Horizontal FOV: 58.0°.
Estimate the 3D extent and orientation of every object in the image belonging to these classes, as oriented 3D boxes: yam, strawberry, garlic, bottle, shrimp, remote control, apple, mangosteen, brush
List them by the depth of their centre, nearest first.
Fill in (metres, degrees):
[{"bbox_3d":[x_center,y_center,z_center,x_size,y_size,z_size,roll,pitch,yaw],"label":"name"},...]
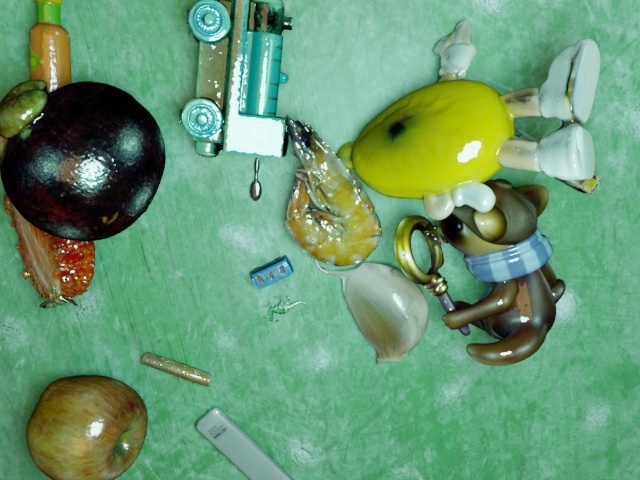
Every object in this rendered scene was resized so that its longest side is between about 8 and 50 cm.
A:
[{"bbox_3d":[-0.405,-0.139,0.961,0.288,0.288,0.287,0,103,-1],"label":"mangosteen"},{"bbox_3d":[-0.480,-0.352,1.024,0.069,0.069,0.186,3,101,-2],"label":"bottle"},{"bbox_3d":[-0.005,-0.079,1.050,0.164,0.062,0.316,-29,114,6],"label":"shrimp"},{"bbox_3d":[-0.493,0.004,1.092,0.175,0.107,0.235,4,105,36],"label":"strawberry"},{"bbox_3d":[-0.124,-0.117,1.111,0.024,0.008,0.083,3,102,0],"label":"brush"},{"bbox_3d":[-0.447,0.365,1.117,0.188,0.211,0.210,11,104,24],"label":"apple"},{"bbox_3d":[0.118,0.109,1.132,0.149,0.128,0.266,-33,91,-6],"label":"garlic"},{"bbox_3d":[-0.294,0.264,1.183,0.146,0.032,0.032,20,102,-4],"label":"yam"},{"bbox_3d":[-0.157,0.457,1.232,0.067,0.029,0.261,-41,102,8],"label":"remote control"}]

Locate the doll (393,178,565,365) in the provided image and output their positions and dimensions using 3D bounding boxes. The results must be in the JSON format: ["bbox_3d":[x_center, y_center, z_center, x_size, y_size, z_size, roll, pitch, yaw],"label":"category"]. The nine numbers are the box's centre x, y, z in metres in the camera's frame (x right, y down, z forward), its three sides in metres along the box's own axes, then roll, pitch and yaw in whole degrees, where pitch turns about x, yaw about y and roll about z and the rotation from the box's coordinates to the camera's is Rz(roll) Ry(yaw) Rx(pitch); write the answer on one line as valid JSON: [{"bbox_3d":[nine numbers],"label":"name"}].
[{"bbox_3d":[0.315,0.053,1.067,0.318,0.209,0.339,-31,112,-26],"label":"doll"}]

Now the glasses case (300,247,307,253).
[{"bbox_3d":[0.000,0.000,1.132,0.083,0.021,0.032,-20,104,4],"label":"glasses case"}]

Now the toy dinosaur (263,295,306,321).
[{"bbox_3d":[-0.075,0.142,1.164,0.083,0.021,0.062,17,109,-1],"label":"toy dinosaur"}]

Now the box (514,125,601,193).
[{"bbox_3d":[0.426,-0.152,1.089,0.207,0.050,0.041,28,99,-7],"label":"box"}]

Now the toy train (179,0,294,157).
[{"bbox_3d":[-0.143,-0.292,1.021,0.194,0.120,0.297,5,103,-9],"label":"toy train"}]

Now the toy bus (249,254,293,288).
[{"bbox_3d":[-0.096,0.064,1.133,0.083,0.046,0.038,-25,102,4],"label":"toy bus"}]

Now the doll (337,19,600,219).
[{"bbox_3d":[0.248,-0.195,0.958,0.161,0.423,0.348,29,94,-48],"label":"doll"}]
